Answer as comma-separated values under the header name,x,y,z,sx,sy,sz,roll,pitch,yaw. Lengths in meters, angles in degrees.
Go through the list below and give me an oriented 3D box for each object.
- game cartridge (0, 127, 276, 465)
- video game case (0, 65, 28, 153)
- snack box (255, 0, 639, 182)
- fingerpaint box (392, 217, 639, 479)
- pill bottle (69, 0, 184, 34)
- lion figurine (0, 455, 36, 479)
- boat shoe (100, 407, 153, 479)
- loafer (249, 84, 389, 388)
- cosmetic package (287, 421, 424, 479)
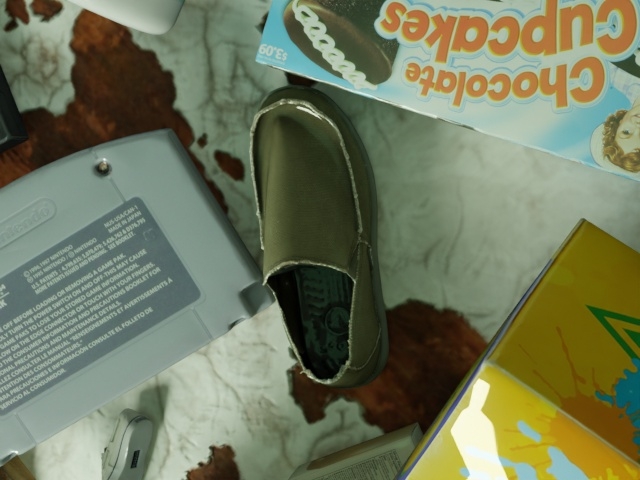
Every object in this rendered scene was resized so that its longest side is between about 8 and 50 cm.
name,x,y,z,sx,sy,sz,roll,pitch,yaw
game cartridge,-0.210,0.042,0.718,0.294,0.060,0.196,-30,101,4
video game case,-0.426,-0.172,0.798,0.248,0.035,0.275,-22,90,15
snack box,0.129,-0.175,0.642,0.322,0.060,0.187,19,100,12
fingerpaint box,0.185,0.272,0.519,0.371,0.163,0.445,34,130,14
pill bottle,-0.132,-0.303,0.652,0.146,0.146,0.264,27,102,10
lion figurine,-0.394,0.260,0.798,0.392,0.142,0.240,-26,81,1
boat shoe,-0.180,0.198,0.776,0.035,0.035,0.100,28,107,38
loafer,0.000,0.000,0.678,0.094,0.087,0.251,-14,92,15
cosmetic package,0.038,0.199,0.712,0.115,0.041,0.060,-23,90,15
